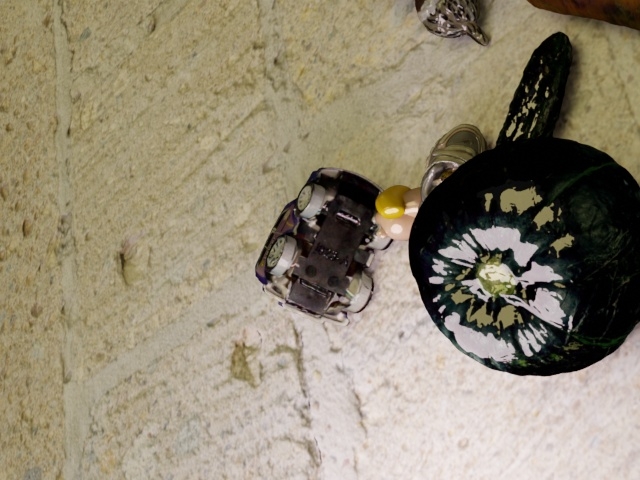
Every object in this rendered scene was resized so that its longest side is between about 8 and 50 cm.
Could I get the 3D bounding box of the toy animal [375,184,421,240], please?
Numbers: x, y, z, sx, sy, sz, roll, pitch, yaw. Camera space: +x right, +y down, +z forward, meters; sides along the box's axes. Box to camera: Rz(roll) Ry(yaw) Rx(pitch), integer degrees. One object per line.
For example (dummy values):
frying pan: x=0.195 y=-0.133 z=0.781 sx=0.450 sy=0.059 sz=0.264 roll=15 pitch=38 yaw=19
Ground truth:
toy animal: x=0.134 y=-0.039 z=1.765 sx=0.091 sy=0.114 sz=0.082 roll=-125 pitch=26 yaw=-68

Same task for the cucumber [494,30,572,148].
cucumber: x=0.285 y=-0.148 z=1.625 sx=0.081 sy=0.072 sz=0.304 roll=-121 pitch=52 yaw=-86

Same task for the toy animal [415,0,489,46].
toy animal: x=0.198 y=-0.348 z=1.787 sx=0.098 sy=0.098 sz=0.137 roll=-48 pitch=50 yaw=24

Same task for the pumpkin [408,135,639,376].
pumpkin: x=0.274 y=0.015 z=1.459 sx=0.315 sy=0.238 sz=0.315 roll=8 pitch=103 yaw=40

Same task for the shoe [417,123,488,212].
shoe: x=0.184 y=-0.091 z=1.674 sx=0.089 sy=0.092 sz=0.180 roll=16 pitch=78 yaw=11

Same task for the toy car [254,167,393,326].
toy car: x=0.000 y=0.000 z=1.830 sx=0.235 sy=0.172 sz=0.158 roll=-65 pitch=26 yaw=1

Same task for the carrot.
carrot: x=0.379 y=-0.347 z=1.574 sx=0.302 sy=0.114 sz=0.114 roll=30 pitch=98 yaw=49
